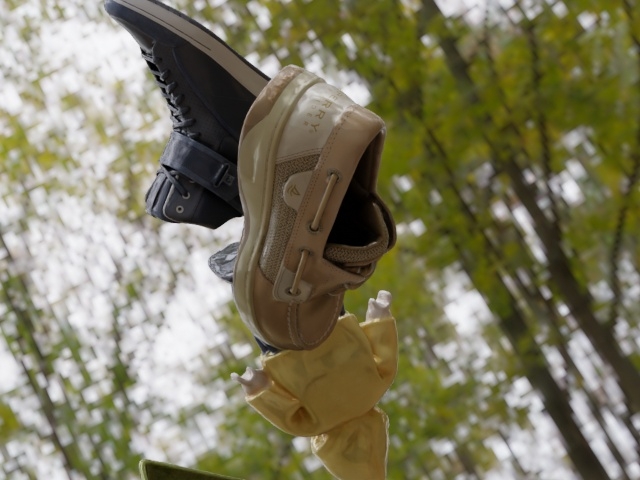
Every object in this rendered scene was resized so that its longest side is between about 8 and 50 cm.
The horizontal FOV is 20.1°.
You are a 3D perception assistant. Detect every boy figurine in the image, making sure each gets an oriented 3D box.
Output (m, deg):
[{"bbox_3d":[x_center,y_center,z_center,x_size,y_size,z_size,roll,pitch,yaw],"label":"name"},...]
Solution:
[{"bbox_3d":[0.004,0.116,1.761,0.177,0.092,0.285,-34,-65,-15],"label":"boy figurine"}]

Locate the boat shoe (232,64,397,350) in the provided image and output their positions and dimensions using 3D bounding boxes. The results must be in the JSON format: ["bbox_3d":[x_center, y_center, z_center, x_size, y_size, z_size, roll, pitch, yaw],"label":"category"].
[{"bbox_3d":[0.000,0.000,1.525,0.121,0.110,0.341,-55,-20,-28],"label":"boat shoe"}]

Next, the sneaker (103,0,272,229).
[{"bbox_3d":[-0.131,-0.108,1.592,0.226,0.086,0.163,37,-90,-22],"label":"sneaker"}]

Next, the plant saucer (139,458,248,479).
[{"bbox_3d":[-0.077,0.296,1.634,0.188,0.188,0.045,16,-57,-28],"label":"plant saucer"}]
